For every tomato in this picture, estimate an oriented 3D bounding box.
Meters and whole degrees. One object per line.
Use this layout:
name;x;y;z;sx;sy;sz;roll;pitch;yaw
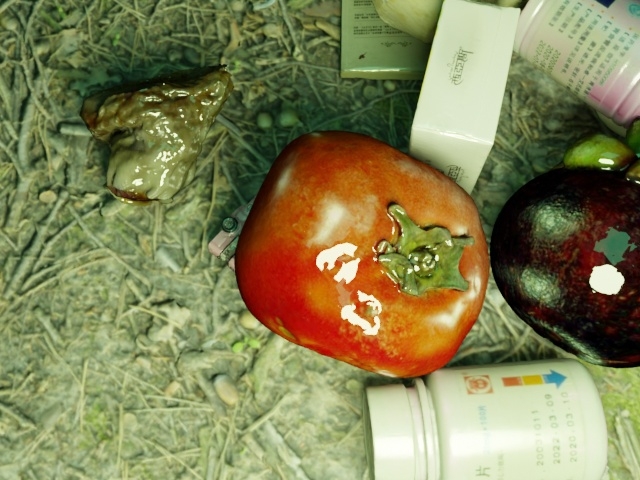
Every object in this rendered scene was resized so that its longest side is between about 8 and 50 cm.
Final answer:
tomato;0.053;0.015;0.999;0.325;0.289;0.293;17;82;-27

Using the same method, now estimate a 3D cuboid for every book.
book;0.131;-0.396;1.255;0.201;0.026;0.290;2;75;1

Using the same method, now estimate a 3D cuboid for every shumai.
shumai;-0.228;-0.147;1.152;0.218;0.184;0.186;-18;110;-15

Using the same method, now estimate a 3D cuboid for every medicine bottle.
medicine bottle;0.206;0.246;1.009;0.292;0.170;0.170;-4;75;0
medicine bottle;0.405;-0.258;1.065;0.254;0.152;0.152;40;79;14

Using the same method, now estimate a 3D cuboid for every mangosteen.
mangosteen;0.376;0.014;1.007;0.300;0.300;0.301;0;75;1

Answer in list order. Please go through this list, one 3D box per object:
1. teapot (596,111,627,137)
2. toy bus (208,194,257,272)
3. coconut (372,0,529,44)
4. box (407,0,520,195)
teapot;0.475;-0.222;1.167;0.226;0.092;0.145;26;74;10
toy bus;-0.072;-0.038;1.148;0.090;0.063;0.203;42;79;11
coconut;0.189;-0.455;1.111;0.322;0.323;0.323;0;75;1
box;0.189;-0.182;1.077;0.110;0.260;0.195;14;75;4
